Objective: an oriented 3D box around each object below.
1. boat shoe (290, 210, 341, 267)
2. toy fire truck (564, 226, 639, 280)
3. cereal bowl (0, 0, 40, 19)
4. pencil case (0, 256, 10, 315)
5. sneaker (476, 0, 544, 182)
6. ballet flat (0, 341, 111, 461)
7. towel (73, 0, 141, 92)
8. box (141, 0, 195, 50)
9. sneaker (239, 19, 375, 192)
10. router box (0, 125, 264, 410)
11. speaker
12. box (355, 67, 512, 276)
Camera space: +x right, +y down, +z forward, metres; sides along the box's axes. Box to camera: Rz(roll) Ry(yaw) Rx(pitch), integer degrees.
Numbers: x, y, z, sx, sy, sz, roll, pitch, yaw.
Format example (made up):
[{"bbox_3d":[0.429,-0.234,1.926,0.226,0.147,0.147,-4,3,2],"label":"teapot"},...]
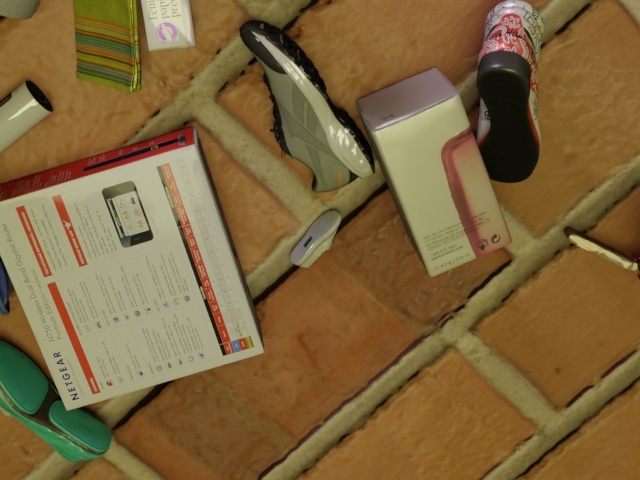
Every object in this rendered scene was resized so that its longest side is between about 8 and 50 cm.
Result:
[{"bbox_3d":[0.000,0.000,1.671,0.100,0.035,0.035,-51,137,10],"label":"boat shoe"},{"bbox_3d":[0.493,0.016,1.651,0.246,0.217,0.159,-19,86,7],"label":"toy fire truck"},{"bbox_3d":[-0.446,-0.385,1.283,0.339,0.339,0.141,26,102,-17],"label":"cereal bowl"},{"bbox_3d":[-0.576,0.079,1.581,0.306,0.133,0.119,-14,78,-2],"label":"pencil case"},{"bbox_3d":[0.263,-0.203,1.580,0.090,0.145,0.270,6,150,15],"label":"sneaker"},{"bbox_3d":[-0.420,0.247,1.697,0.087,0.083,0.247,-31,116,35],"label":"ballet flat"},{"bbox_3d":[-0.278,-0.309,1.472,0.102,0.021,0.237,14,120,24],"label":"towel"},{"bbox_3d":[-0.209,-0.404,1.450,0.063,0.067,0.324,-8,113,-3],"label":"box"},{"bbox_3d":[-0.032,-0.174,1.555,0.108,0.100,0.271,-30,114,12],"label":"sneaker"},{"bbox_3d":[-0.268,0.043,1.624,0.301,0.082,0.335,-16,114,0],"label":"router box"},{"bbox_3d":[-0.421,-0.151,1.536,0.136,0.055,0.055,-37,113,9],"label":"speaker"},{"bbox_3d":[0.154,-0.095,1.583,0.126,0.149,0.232,-23,114,2],"label":"box"}]
